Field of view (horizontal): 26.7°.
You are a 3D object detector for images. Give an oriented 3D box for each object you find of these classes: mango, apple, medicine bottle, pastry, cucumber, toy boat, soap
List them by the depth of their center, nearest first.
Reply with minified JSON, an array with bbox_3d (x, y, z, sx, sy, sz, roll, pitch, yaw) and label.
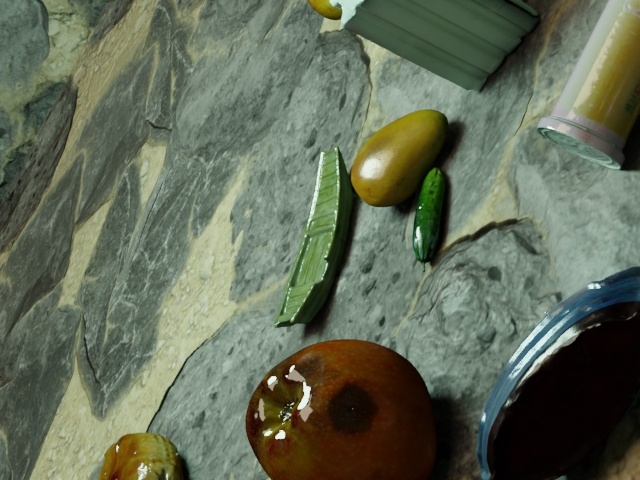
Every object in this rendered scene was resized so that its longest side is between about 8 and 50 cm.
[{"bbox_3d":[0.261,0.141,1.400,0.309,0.129,0.142,-54,0,18],"label":"toy boat"},{"bbox_3d":[0.394,-0.293,1.554,0.426,0.108,0.108,-62,27,-1],"label":"medicine bottle"},{"bbox_3d":[0.021,0.231,1.631,0.230,0.230,0.230,-41,35,37],"label":"apple"},{"bbox_3d":[0.156,-0.314,1.820,0.150,0.261,0.094,-48,40,26],"label":"soap"},{"bbox_3d":[0.146,-0.034,1.829,0.039,0.039,0.168,-28,42,49],"label":"cucumber"},{"bbox_3d":[0.112,-0.119,1.911,0.163,0.089,0.111,-53,39,-1],"label":"mango"},{"bbox_3d":[0.000,0.000,2.035,0.093,0.055,0.293,-17,53,56],"label":"toy boat"},{"bbox_3d":[-0.294,0.409,2.149,0.229,0.100,0.218,-28,44,50],"label":"pastry"},{"bbox_3d":[0.030,-0.433,2.309,0.102,0.099,0.114,-47,7,26],"label":"apple"}]
